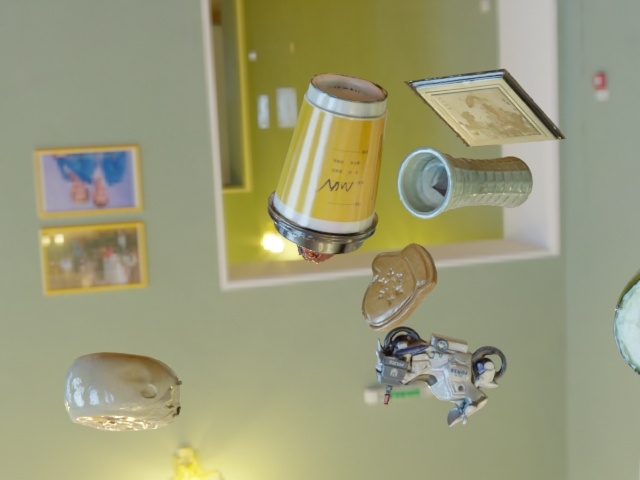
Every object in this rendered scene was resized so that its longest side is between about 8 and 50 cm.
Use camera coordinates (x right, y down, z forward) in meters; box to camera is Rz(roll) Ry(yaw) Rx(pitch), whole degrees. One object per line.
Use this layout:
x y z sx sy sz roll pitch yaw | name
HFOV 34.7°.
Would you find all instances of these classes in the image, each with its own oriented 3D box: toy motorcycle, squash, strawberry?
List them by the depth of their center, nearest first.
0.530 0.102 1.481 0.189 0.189 0.260 1 -174 27 | squash
0.194 0.230 1.721 0.221 0.150 0.102 14 -171 -1 | toy motorcycle
0.000 0.000 1.840 0.096 0.083 0.083 -21 -167 -17 | strawberry

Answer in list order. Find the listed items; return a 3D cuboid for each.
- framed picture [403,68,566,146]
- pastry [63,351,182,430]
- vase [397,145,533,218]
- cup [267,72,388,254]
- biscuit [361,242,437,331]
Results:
0.256 -0.201 1.604 0.199 0.010 0.195 1 151 46 | framed picture
-0.415 0.323 2.156 0.265 0.133 0.265 -2 158 -1 | pastry
0.306 -0.118 2.100 0.299 0.143 0.143 -2 -175 -44 | vase
0.020 -0.128 1.724 0.196 0.279 0.196 9 -153 -4 | cup
0.103 0.060 1.450 0.023 0.140 0.118 20 -155 -38 | biscuit
